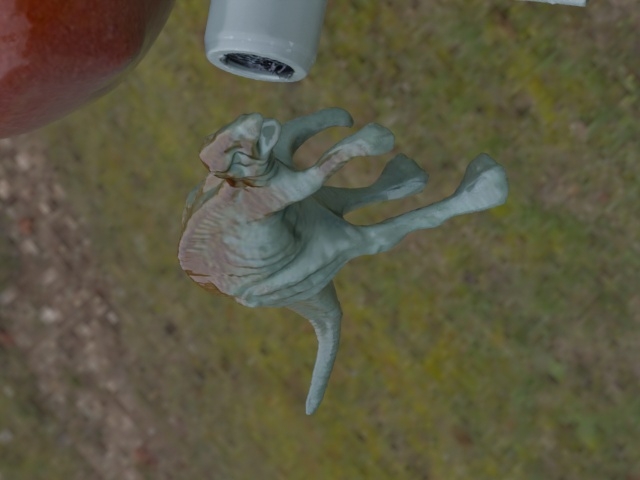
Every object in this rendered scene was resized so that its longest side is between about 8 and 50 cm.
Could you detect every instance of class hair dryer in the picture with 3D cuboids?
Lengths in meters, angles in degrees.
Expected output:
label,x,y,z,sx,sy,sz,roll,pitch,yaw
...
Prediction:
label,x,y,z,sx,sy,sz,roll,pitch,yaw
hair dryer,0.054,-0.154,1.084,0.236,0.131,0.073,7,169,12

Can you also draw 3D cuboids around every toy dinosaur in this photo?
label,x,y,z,sx,sy,sz,roll,pitch,yaw
toy dinosaur,0.000,0.000,1.160,0.092,0.205,0.393,61,159,20

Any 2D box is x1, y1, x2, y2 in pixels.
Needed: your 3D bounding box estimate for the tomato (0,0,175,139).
label,x,y,z,sx,sy,sz,roll,pitch,yaw
tomato,-0.239,-0.209,1.213,0.321,0.321,0.321,31,145,26
